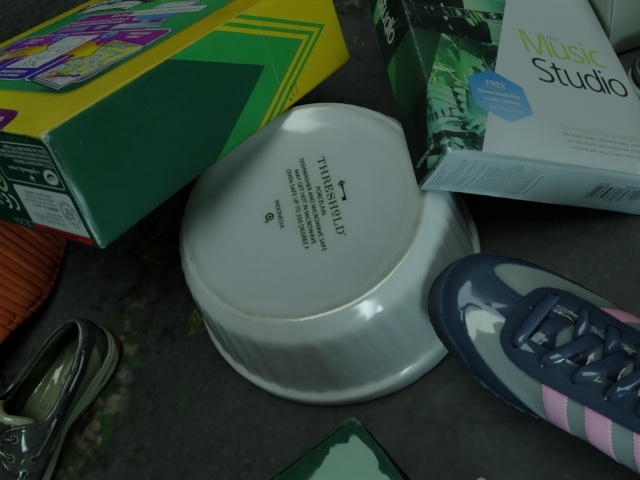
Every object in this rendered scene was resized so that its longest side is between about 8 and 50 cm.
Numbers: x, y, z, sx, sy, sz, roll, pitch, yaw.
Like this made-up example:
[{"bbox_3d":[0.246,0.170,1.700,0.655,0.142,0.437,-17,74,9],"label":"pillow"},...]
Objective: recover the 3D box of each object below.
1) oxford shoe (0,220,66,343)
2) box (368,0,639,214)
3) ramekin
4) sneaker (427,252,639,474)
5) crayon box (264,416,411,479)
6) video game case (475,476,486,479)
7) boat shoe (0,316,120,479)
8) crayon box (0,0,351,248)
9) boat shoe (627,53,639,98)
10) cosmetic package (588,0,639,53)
[{"bbox_3d":[-0.382,0.068,0.720,0.132,0.130,0.364,-7,49,34],"label":"oxford shoe"},{"bbox_3d":[0.165,-0.177,0.649,0.232,0.058,0.322,4,54,-22],"label":"box"},{"bbox_3d":[0.000,0.000,0.631,0.272,0.127,0.273,-8,59,14],"label":"ramekin"},{"bbox_3d":[0.218,0.095,0.468,0.319,0.131,0.112,32,73,15],"label":"sneaker"},{"bbox_3d":[0.098,0.263,0.380,0.081,0.202,0.318,-36,59,-4],"label":"crayon box"},{"bbox_3d":[0.098,0.301,0.491,0.183,0.023,0.201,-33,58,-3],"label":"video game case"},{"bbox_3d":[-0.273,0.168,0.654,0.080,0.073,0.223,21,69,27],"label":"boat shoe"},{"bbox_3d":[-0.208,-0.145,0.685,0.363,0.106,0.313,12,42,40],"label":"crayon box"},{"bbox_3d":[0.396,-0.194,0.647,0.233,0.079,0.084,-19,59,8],"label":"boat shoe"},{"bbox_3d":[0.407,-0.314,0.690,0.309,0.113,0.160,-16,58,9],"label":"cosmetic package"}]
